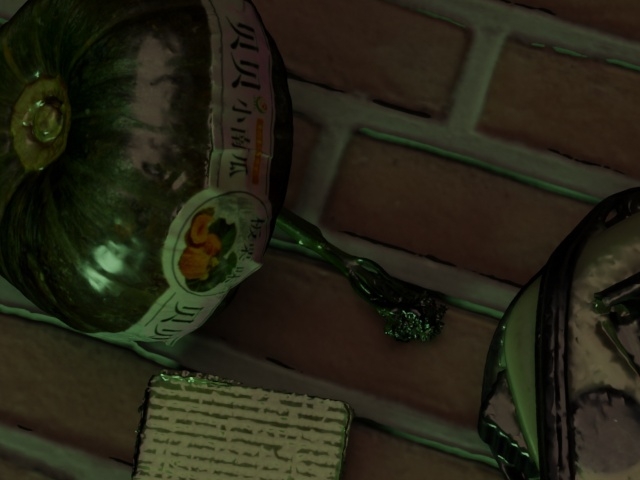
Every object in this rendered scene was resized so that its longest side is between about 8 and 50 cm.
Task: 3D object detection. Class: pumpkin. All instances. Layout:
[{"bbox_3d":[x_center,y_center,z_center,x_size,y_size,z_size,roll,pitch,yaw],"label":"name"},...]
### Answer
[{"bbox_3d":[-0.122,-0.061,1.289,0.260,0.189,0.260,-9,77,42],"label":"pumpkin"}]

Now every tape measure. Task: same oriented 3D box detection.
[{"bbox_3d":[0.206,0.100,1.263,0.271,0.133,0.231,-35,74,-6],"label":"tape measure"}]

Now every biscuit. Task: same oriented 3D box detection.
[{"bbox_3d":[-0.062,0.216,1.277,0.147,0.046,0.250,6,71,3],"label":"biscuit"}]

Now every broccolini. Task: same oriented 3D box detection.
[{"bbox_3d":[0.001,-0.001,1.357,0.218,0.044,0.042,40,93,19],"label":"broccolini"}]
